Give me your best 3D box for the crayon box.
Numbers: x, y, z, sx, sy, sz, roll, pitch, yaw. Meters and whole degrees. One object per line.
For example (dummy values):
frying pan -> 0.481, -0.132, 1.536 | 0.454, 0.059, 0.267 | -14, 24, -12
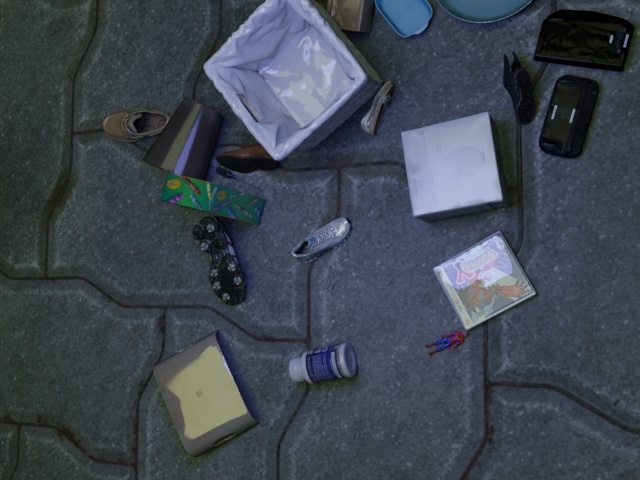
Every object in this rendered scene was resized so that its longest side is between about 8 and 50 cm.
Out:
crayon box -> -0.295, -0.113, 1.943 | 0.165, 0.278, 0.081 | 14, 90, 24

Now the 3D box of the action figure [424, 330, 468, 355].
action figure -> 0.326, 0.261, 1.778 | 0.115, 0.030, 0.038 | -28, 70, 17

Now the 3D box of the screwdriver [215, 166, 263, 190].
screwdriver -> -0.241, -0.182, 2.073 | 0.170, 0.025, 0.024 | 25, 95, 15

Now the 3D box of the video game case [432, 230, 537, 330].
video game case -> 0.413, 0.103, 1.755 | 0.201, 0.023, 0.183 | -32, 74, 18

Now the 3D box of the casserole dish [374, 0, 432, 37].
casserole dish -> 0.230, -0.634, 1.893 | 0.114, 0.037, 0.188 | -39, 71, 16

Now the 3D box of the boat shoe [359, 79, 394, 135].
boat shoe -> 0.163, -0.363, 1.891 | 0.048, 0.056, 0.153 | 34, 101, 13

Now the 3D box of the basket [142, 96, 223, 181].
basket -> -0.398, -0.300, 2.078 | 0.204, 0.154, 0.227 | 25, 91, 6

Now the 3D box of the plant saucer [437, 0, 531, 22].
plant saucer -> 0.443, -0.716, 1.804 | 0.317, 0.044, 0.317 | -2, 84, 24

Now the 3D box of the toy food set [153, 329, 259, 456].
toy food set -> -0.335, 0.446, 2.027 | 0.220, 0.092, 0.306 | -29, 76, 7

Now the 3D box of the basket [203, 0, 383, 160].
basket -> -0.058, -0.439, 1.833 | 0.331, 0.266, 0.328 | -40, 86, 21

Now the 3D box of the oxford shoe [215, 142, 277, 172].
oxford shoe -> -0.211, -0.250, 2.045 | 0.212, 0.076, 0.076 | 2, 56, 26

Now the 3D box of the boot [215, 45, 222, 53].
boot -> -0.180, -0.598, 2.056 | 0.246, 0.083, 0.161 | 9, 82, 18

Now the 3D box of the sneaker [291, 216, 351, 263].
sneaker -> 0.000, 0.000, 1.913 | 0.191, 0.083, 0.071 | -37, 71, 15

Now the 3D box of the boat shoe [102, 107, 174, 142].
boat shoe -> -0.578, -0.371, 2.187 | 0.302, 0.098, 0.109 | 5, 87, 24

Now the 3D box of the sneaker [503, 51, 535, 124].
sneaker -> 0.496, -0.384, 1.745 | 0.051, 0.089, 0.170 | -15, 115, -3

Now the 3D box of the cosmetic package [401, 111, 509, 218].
cosmetic package -> 0.341, -0.179, 1.749 | 0.225, 0.138, 0.224 | -10, 82, 21

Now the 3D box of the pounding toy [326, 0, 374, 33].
pounding toy -> 0.077, -0.655, 1.940 | 0.141, 0.100, 0.130 | 16, 106, 26

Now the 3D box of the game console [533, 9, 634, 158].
game console -> 0.617, -0.386, 1.701 | 0.213, 0.044, 0.361 | 16, 91, 26

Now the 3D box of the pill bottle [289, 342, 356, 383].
pill bottle -> 0.004, 0.337, 1.873 | 0.169, 0.094, 0.094 | -15, 79, 21

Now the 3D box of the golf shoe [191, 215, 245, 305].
golf shoe -> -0.277, 0.053, 2.025 | 0.105, 0.120, 0.273 | -14, 102, 16
